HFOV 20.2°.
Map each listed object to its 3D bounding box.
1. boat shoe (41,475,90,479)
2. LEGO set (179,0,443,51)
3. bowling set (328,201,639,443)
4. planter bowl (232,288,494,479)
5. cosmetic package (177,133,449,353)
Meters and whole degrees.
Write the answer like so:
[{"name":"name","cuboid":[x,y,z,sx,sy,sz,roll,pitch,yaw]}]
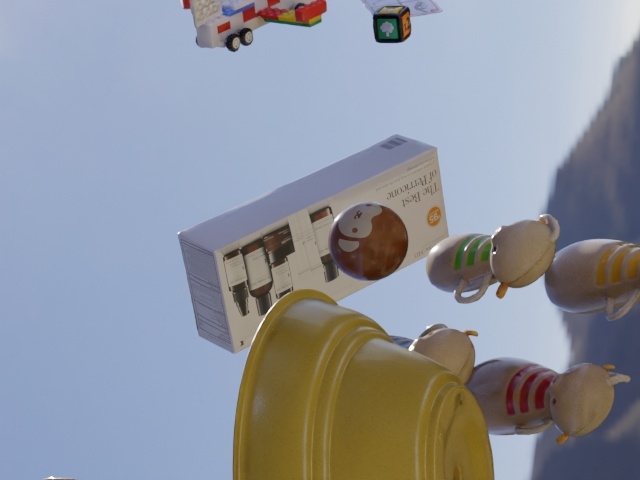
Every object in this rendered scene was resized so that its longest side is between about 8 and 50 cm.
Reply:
[{"name":"boat shoe","cuboid":[-0.067,0.149,0.851,0.081,0.228,0.068,52,-130,-40]},{"name":"LEGO set","cuboid":[-0.011,-0.190,1.312,0.244,0.183,0.060,-114,16,-65]},{"name":"bowling set","cuboid":[0.095,0.061,1.164,0.287,0.200,0.154,-57,19,-18]},{"name":"planter bowl","cuboid":[0.039,0.130,0.984,0.217,0.090,0.217,-6,-90,-66]},{"name":"cosmetic package","cuboid":[0.000,0.000,1.512,0.239,0.060,0.098,-26,-58,-30]}]
